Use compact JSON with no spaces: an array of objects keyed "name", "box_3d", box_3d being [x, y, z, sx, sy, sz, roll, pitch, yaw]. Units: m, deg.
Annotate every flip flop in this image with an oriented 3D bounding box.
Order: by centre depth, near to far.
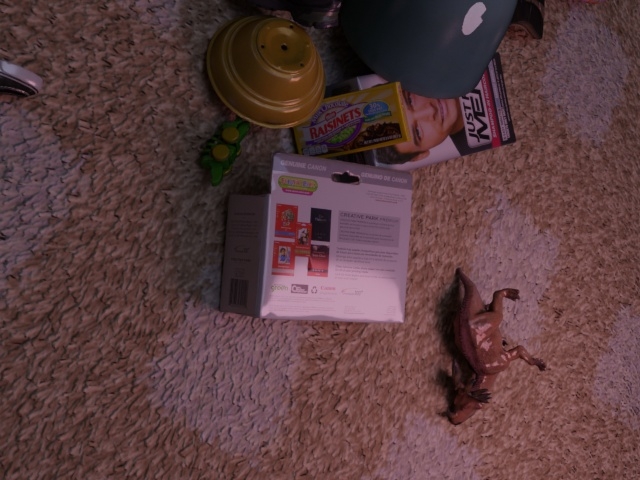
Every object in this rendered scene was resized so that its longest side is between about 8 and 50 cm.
[{"name":"flip flop","box_3d":[0.398,-0.482,1.995,0.277,0.080,0.112,-8,101,-52]}]

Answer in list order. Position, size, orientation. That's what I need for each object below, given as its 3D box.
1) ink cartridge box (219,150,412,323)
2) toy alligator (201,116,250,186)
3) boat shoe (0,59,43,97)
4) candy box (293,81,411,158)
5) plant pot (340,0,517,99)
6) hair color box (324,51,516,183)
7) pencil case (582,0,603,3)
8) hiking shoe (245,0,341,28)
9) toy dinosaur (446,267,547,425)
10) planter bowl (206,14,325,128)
[{"name":"ink cartridge box","box_3d":[0.000,0.000,1.642,0.309,0.130,0.271,6,88,-36]},{"name":"toy alligator","box_3d":[-0.156,-0.172,1.600,0.051,0.056,0.189,19,63,11]},{"name":"boat shoe","box_3d":[-0.502,-0.222,1.334,0.219,0.078,0.070,9,81,-27]},{"name":"candy box","box_3d":[0.049,-0.204,1.664,0.027,0.206,0.105,-18,97,-67]},{"name":"plant pot","box_3d":[0.216,-0.438,1.696,0.293,0.235,0.293,14,50,-18]},{"name":"hair color box","box_3d":[0.195,-0.237,1.818,0.374,0.114,0.185,-17,97,-35]},{"name":"pencil case","box_3d":[0.537,-0.610,2.094,0.284,0.124,0.124,8,82,-37]},{"name":"hiking shoe","box_3d":[-0.058,-0.438,1.591,0.086,0.227,0.114,-37,149,-61]},{"name":"toy dinosaur","box_3d":[0.308,0.204,1.875,0.200,0.127,0.295,-20,93,-29]},{"name":"planter bowl","box_3d":[-0.074,-0.304,1.598,0.217,0.090,0.217,8,68,-21]}]
